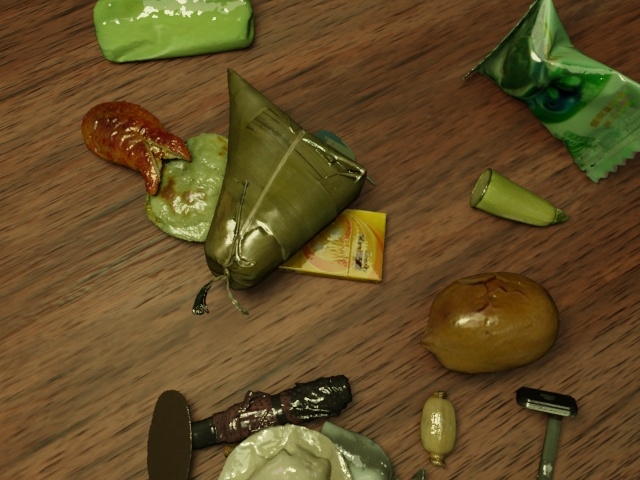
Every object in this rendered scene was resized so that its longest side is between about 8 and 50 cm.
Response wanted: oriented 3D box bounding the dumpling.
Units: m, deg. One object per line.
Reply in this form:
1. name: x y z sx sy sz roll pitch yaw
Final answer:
1. dumpling: -0.072 0.417 1.110 0.246 0.142 0.173 -15 69 -9

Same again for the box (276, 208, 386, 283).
1. box: 0.000 0.000 1.325 0.269 0.043 0.153 8 73 -3

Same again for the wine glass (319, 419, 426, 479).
1. wine glass: 0.087 0.428 1.194 0.222 0.103 0.103 29 75 2

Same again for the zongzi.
1. zongzi: -0.175 -0.092 1.210 0.418 0.181 0.447 43 67 9

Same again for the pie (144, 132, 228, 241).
1. pie: -0.259 -0.118 1.309 0.201 0.090 0.248 26 71 5

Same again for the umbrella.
1. umbrella: -0.096 0.332 1.199 0.325 0.094 0.090 -17 62 0

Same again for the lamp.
1. lamp: 0.385 0.424 1.234 0.203 0.124 0.284 11 77 18

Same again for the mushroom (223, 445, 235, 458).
1. mushroom: -0.136 0.441 1.186 0.129 0.073 0.088 27 115 8

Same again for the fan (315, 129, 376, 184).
1. fan: 0.056 -0.177 1.370 0.175 0.005 0.113 38 37 -13

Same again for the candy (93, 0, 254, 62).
1. candy: -0.316 -0.479 1.373 0.343 0.142 0.132 -9 85 -7

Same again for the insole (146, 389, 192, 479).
1. insole: -0.284 0.448 1.174 0.111 0.007 0.328 -9 77 29

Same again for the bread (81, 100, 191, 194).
1. bread: -0.389 -0.209 1.291 0.268 0.095 0.139 33 79 28

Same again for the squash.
1. squash: 0.446 -0.081 1.376 0.224 0.094 0.094 19 74 -7

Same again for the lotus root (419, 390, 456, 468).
1. lotus root: 0.233 0.373 1.240 0.072 0.062 0.151 6 74 -4

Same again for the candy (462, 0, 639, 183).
1. candy: 0.537 -0.317 1.348 0.398 0.263 0.172 46 64 7

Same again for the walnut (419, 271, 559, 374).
1. walnut: 0.328 0.161 1.230 0.297 0.203 0.203 -10 76 -20
